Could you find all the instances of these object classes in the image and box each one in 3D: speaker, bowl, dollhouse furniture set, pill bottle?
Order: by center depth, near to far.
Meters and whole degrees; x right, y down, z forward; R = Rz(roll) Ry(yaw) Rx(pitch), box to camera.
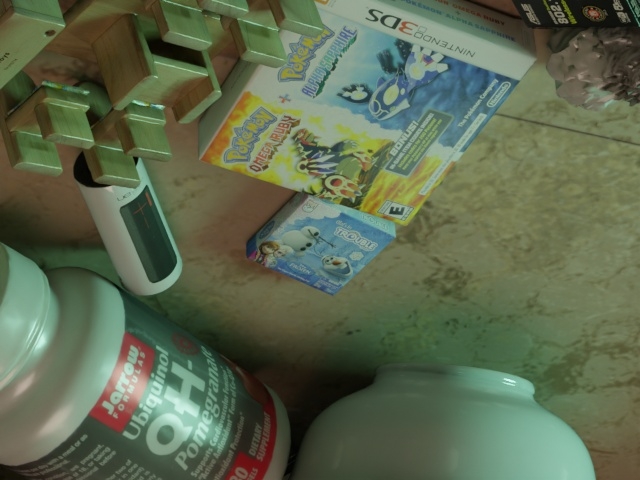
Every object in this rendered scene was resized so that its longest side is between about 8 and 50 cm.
[{"bbox_3d":[-0.166,-0.171,1.338,0.212,0.161,0.242,-37,150,32],"label":"dollhouse furniture set"},{"bbox_3d":[-0.153,-0.018,1.537,0.055,0.055,0.136,-9,137,7],"label":"speaker"},{"bbox_3d":[-0.188,0.130,1.610,0.176,0.176,0.318,-31,132,28],"label":"pill bottle"},{"bbox_3d":[0.112,0.184,1.685,0.298,0.134,0.298,7,167,2],"label":"bowl"}]

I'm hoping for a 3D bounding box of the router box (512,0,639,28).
[{"bbox_3d":[0.168,-0.200,1.340,0.092,0.038,0.122,4,146,36],"label":"router box"}]

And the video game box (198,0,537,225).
[{"bbox_3d":[0.032,-0.112,1.452,0.187,0.048,0.205,18,134,-19],"label":"video game box"}]

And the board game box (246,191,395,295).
[{"bbox_3d":[0.000,0.000,1.593,0.090,0.020,0.090,24,130,-27],"label":"board game box"}]

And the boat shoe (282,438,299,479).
[{"bbox_3d":[-0.104,0.228,1.830,0.206,0.075,0.065,-24,92,29],"label":"boat shoe"}]

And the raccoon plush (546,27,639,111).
[{"bbox_3d":[0.394,-0.091,1.309,0.446,0.299,0.216,-29,133,26],"label":"raccoon plush"}]
